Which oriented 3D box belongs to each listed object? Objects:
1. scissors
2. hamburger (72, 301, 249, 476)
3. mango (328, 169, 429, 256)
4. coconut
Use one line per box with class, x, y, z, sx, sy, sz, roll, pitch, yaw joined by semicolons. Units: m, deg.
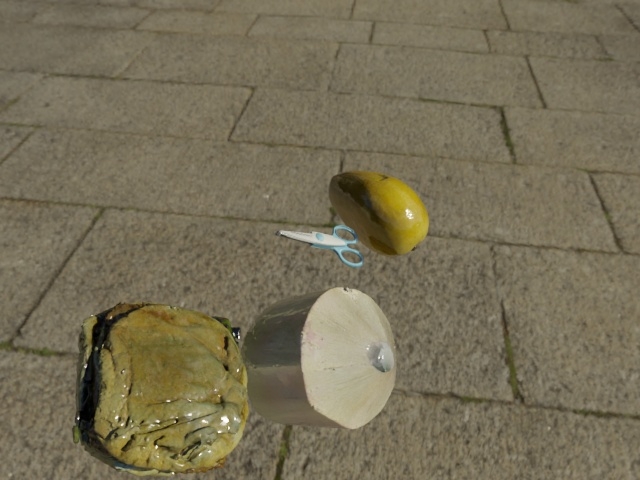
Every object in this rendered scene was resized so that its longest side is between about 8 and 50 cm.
scissors;0.000;0.000;0.699;0.119;0.014;0.058;12;51;-35
hamburger;-0.178;0.164;0.676;0.183;0.130;0.206;11;43;-23
mango;0.084;-0.050;0.942;0.098;0.137;0.195;-38;50;-13
coconut;0.013;0.197;1.021;0.244;0.239;0.239;-13;24;38
